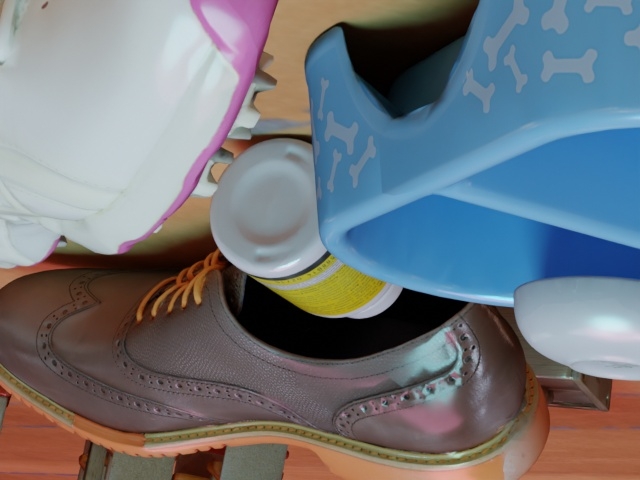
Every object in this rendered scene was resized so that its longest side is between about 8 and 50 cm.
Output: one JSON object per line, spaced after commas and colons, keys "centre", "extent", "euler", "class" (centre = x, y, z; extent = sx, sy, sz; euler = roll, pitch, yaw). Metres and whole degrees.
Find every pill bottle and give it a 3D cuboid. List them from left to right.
{"centre": [0.000, 0.000, 0.781], "extent": [0.065, 0.065, 0.116], "euler": [2, 164, 24], "class": "pill bottle"}

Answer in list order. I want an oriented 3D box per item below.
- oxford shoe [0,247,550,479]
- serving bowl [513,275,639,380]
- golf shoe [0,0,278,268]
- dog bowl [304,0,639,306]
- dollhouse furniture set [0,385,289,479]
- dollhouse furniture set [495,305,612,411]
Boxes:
{"centre": [-0.051, 0.043, 0.943], "extent": [0.364, 0.130, 0.132], "euler": [5, 137, 27], "class": "oxford shoe"}
{"centre": [0.114, 0.037, 0.640], "extent": [0.083, 0.027, 0.083], "euler": [8, 165, 2], "class": "serving bowl"}
{"centre": [-0.113, -0.059, 0.536], "extent": [0.140, 0.115, 0.306], "euler": [19, 161, -24], "class": "golf shoe"}
{"centre": [0.098, -0.036, 0.575], "extent": [0.166, 0.074, 0.297], "euler": [14, 164, -21], "class": "dog bowl"}
{"centre": [-0.153, 0.135, 1.222], "extent": [0.259, 0.135, 0.262], "euler": [13, 167, -10], "class": "dollhouse furniture set"}
{"centre": [0.081, 0.166, 1.018], "extent": [0.161, 0.242, 0.212], "euler": [3, 164, 21], "class": "dollhouse furniture set"}
